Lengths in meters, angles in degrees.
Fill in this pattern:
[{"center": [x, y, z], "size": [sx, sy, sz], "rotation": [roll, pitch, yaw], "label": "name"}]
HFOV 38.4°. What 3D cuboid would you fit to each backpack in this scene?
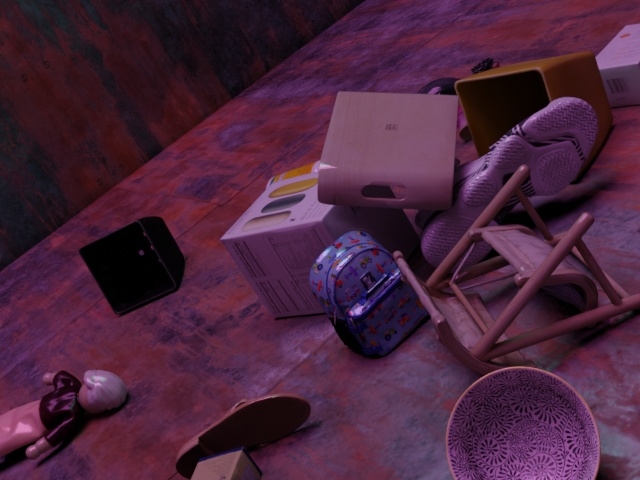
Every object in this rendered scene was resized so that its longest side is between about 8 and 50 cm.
[{"center": [0.075, 0.078, 1.482], "size": [0.158, 0.173, 0.117], "rotation": [-38, 22, -16], "label": "backpack"}]

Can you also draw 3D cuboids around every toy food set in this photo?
[{"center": [0.125, -0.159, 1.596], "size": [0.220, 0.092, 0.306], "rotation": [4, 40, 7], "label": "toy food set"}]

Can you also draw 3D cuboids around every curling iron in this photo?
[{"center": [0.384, -0.373, 2.205], "size": [0.068, 0.035, 0.274], "rotation": [-24, 22, 30], "label": "curling iron"}]

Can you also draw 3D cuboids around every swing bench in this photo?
[{"center": [0.265, 0.054, 1.303], "size": [0.255, 0.165, 0.253], "rotation": [-36, 22, 6], "label": "swing bench"}]

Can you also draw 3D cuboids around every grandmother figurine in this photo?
[{"center": [-0.543, 0.349, 1.853], "size": [0.342, 0.104, 0.207], "rotation": [-23, 51, 14], "label": "grandmother figurine"}]

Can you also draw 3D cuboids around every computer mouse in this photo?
[{"center": [0.247, -0.328, 2.251], "size": [0.262, 0.060, 0.184], "rotation": [-27, 21, 11], "label": "computer mouse"}]

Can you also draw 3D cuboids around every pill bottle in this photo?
[{"center": [-0.013, -0.117, 2.086], "size": [0.208, 0.117, 0.117], "rotation": [-15, 28, 36], "label": "pill bottle"}]

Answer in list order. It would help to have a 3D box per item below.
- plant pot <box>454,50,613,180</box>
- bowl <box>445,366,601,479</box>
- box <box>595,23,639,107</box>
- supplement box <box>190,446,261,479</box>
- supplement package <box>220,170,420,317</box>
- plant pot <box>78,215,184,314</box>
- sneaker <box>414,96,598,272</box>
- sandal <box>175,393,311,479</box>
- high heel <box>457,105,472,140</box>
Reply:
[{"center": [0.411, -0.240, 1.687], "size": [0.187, 0.212, 0.212], "rotation": [-33, 19, -31], "label": "plant pot"}, {"center": [0.234, 0.232, 1.036], "size": [0.170, 0.080, 0.170], "rotation": [-6, 74, 23], "label": "bowl"}, {"center": [0.612, -0.340, 1.754], "size": [0.170, 0.091, 0.130], "rotation": [-43, 24, -25], "label": "box"}, {"center": [-0.143, 0.358, 1.338], "size": [0.083, 0.056, 0.083], "rotation": [-22, 24, 25], "label": "supplement box"}, {"center": [0.000, 0.000, 1.710], "size": [0.263, 0.198, 0.199], "rotation": [-10, 30, 42], "label": "supplement package"}, {"center": [-0.444, 0.041, 2.262], "size": [0.187, 0.188, 0.167], "rotation": [-24, 12, 20], "label": "plant pot"}, {"center": [0.298, -0.119, 1.581], "size": [0.366, 0.137, 0.210], "rotation": [-46, 19, 10], "label": "sneaker"}, {"center": [-0.126, 0.282, 1.436], "size": [0.240, 0.088, 0.079], "rotation": [-32, 27, 13], "label": "sandal"}, {"center": [0.399, -0.312, 1.998], "size": [0.244, 0.082, 0.117], "rotation": [-36, 28, 26], "label": "high heel"}]
